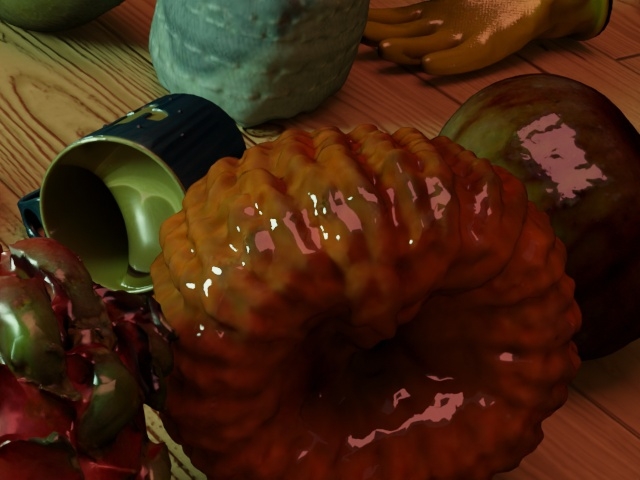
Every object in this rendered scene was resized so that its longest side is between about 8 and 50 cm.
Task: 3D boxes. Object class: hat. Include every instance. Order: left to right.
[{"bbox_3d":[0.000,0.000,1.179,0.285,0.285,0.400,-1,29,-17],"label":"hat"}]

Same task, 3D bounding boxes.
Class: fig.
[{"bbox_3d":[0.186,-0.013,1.321,0.235,0.214,0.235,32,8,-5],"label":"fig"}]

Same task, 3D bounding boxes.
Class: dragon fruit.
[{"bbox_3d":[-0.202,0.117,0.949,0.231,0.237,0.303,10,39,-8],"label":"dragon fruit"}]

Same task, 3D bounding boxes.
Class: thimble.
[{"bbox_3d":[-0.057,-0.226,1.628,0.205,0.172,0.250,18,34,4],"label":"thimble"}]

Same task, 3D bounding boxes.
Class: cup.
[{"bbox_3d":[-0.154,-0.044,1.354,0.176,0.131,0.155,-6,19,24],"label":"cup"}]

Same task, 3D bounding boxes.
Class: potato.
[{"bbox_3d":[-0.251,-0.294,1.662,0.235,0.160,0.178,-10,65,29],"label":"potato"}]

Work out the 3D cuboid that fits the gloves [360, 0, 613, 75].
[{"bbox_3d":[0.166,-0.245,1.794,0.294,0.116,0.133,-17,32,-27],"label":"gloves"}]
